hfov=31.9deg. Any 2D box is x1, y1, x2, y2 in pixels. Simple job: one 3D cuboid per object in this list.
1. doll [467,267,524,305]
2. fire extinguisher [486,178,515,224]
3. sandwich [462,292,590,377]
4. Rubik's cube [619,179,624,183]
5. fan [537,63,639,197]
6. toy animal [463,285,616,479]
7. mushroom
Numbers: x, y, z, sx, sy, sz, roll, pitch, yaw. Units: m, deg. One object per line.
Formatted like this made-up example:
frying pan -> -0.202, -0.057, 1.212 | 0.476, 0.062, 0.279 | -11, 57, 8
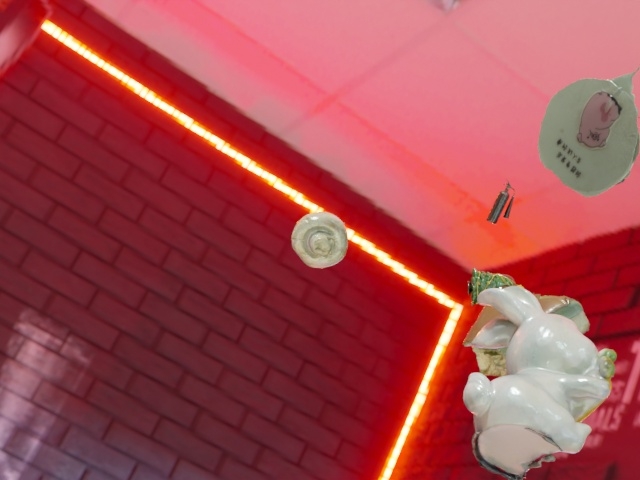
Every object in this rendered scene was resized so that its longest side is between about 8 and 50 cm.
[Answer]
doll -> 0.354, 0.085, 2.292 | 0.113, 0.078, 0.077 | -14, -62, 14
fire extinguisher -> 0.400, -0.079, 2.428 | 0.046, 0.100, 0.032 | 26, 3, -3
sandwich -> 0.431, 0.206, 2.361 | 0.220, 0.186, 0.108 | -8, -59, 38
Rubik's cube -> 0.543, -0.152, 2.159 | 0.111, 0.111, 0.093 | 18, -3, 17
fan -> 0.438, -0.211, 1.663 | 0.010, 0.310, 0.182 | -2, 42, -47
toy animal -> 0.353, 0.230, 1.868 | 0.247, 0.310, 0.183 | 14, -38, 11
mushroom -> 0.000, 0.000, 1.610 | 0.083, 0.083, 0.067 | 32, 8, -14
